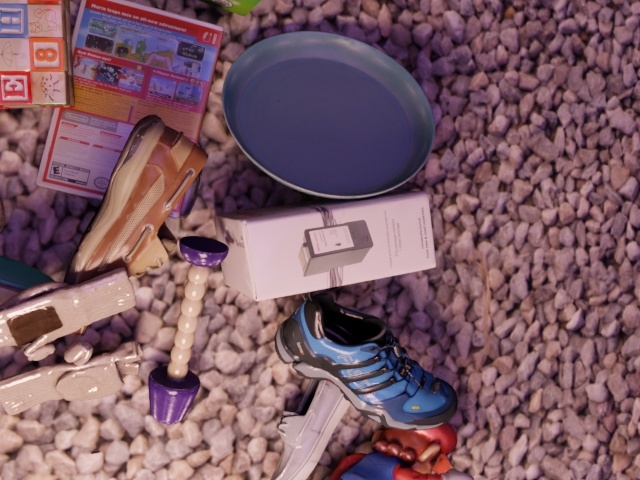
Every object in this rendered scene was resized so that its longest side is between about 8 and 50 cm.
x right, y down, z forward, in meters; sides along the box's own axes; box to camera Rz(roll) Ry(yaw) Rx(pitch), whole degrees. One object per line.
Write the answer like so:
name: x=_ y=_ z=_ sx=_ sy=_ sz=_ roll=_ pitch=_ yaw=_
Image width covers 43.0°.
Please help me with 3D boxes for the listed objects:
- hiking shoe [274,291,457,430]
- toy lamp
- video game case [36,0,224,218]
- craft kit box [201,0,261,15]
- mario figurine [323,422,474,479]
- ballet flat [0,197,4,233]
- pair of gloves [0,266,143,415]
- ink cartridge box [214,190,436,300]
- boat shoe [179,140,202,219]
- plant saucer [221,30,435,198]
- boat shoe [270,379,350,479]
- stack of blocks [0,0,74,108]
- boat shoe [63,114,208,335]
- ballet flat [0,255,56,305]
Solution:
hiking shoe: x=0.082 y=0.185 z=1.207 sx=0.304 sy=0.132 sz=0.113 roll=26 pitch=45 yaw=-9
toy lamp: x=-0.196 y=0.133 z=1.162 sx=0.080 sy=0.080 sz=0.275 roll=7 pitch=105 yaw=-19
video game case: x=-0.268 y=-0.192 z=1.157 sx=0.204 sy=0.025 sz=0.285 roll=14 pitch=88 yaw=-8
craft kit box: x=-0.181 y=-0.389 z=1.084 sx=0.249 sy=0.246 sz=0.061 roll=15 pitch=90 yaw=-19
mario figurine: x=0.105 y=0.393 z=1.244 sx=0.198 sy=0.170 sz=0.320 roll=39 pitch=49 yaw=24
ballet flat: x=-0.506 y=-0.107 z=1.079 sx=0.084 sy=0.058 sz=0.250 roll=-30 pitch=101 yaw=-16
pair of gloves: x=-0.342 y=0.148 z=1.089 sx=0.204 sy=0.042 sz=0.240 roll=-12 pitch=137 yaw=-19
ink cartridge box: x=0.000 y=0.000 z=1.187 sx=0.272 sy=0.198 sz=0.115 roll=-9 pitch=96 yaw=-18
boat shoe: x=-0.198 y=-0.093 z=1.198 sx=0.046 sy=0.038 sz=0.125 roll=14 pitch=88 yaw=-19
plant saucer: x=0.011 y=-0.182 z=1.194 sx=0.317 sy=0.044 sz=0.318 roll=7 pitch=55 yaw=-10
boat shoe: x=-0.027 y=0.286 z=1.259 sx=0.081 sy=0.079 sz=0.227 roll=35 pitch=75 yaw=-10
stack of blocks: x=-0.421 y=-0.324 z=1.061 sx=0.171 sy=0.087 sz=0.297 roll=-1 pitch=96 yaw=-9
boat shoe: x=-0.255 y=-0.006 z=1.098 sx=0.120 sy=0.122 sz=0.324 roll=25 pitch=107 yaw=-15
ballet flat: x=-0.480 y=0.047 z=1.092 sx=0.248 sy=0.086 sz=0.086 roll=26 pitch=83 yaw=-17
